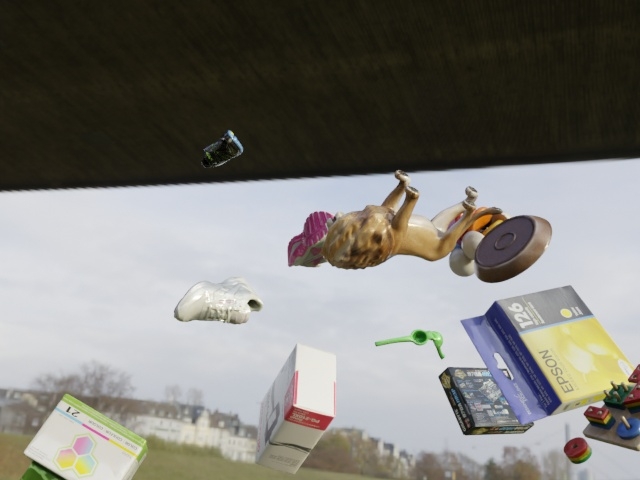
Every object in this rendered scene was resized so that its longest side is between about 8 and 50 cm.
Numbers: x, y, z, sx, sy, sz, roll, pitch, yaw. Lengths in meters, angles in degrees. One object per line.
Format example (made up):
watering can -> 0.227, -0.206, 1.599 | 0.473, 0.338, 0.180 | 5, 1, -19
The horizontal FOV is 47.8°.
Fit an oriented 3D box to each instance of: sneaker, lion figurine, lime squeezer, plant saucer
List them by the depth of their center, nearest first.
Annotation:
plant saucer -> 0.354, 0.008, 1.358 | 0.168, 0.168, 0.029 | -19, -58, 48
lion figurine -> 0.204, -0.017, 1.594 | 0.392, 0.142, 0.240 | 12, -62, -27
sneaker -> -0.264, -0.233, 1.911 | 0.067, 0.078, 0.188 | 56, -30, -5
sneaker -> 0.000, 0.000, 2.036 | 0.111, 0.103, 0.252 | 11, -30, -24
sneaker -> -0.298, 0.192, 2.167 | 0.305, 0.152, 0.114 | -15, -42, -47
lime squeezer -> 0.314, 0.316, 2.270 | 0.310, 0.059, 0.110 | 16, -31, -37

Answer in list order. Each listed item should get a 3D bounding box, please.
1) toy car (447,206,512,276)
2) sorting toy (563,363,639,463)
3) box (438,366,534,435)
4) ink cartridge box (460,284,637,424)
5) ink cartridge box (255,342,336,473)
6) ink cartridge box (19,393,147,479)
toy car -> 0.370, -0.012, 1.756 | 0.136, 0.159, 0.182 | 45, -35, 14
sorting toy -> 0.568, 0.307, 1.335 | 0.046, 0.274, 0.132 | 53, -20, -13
box -> 0.433, 0.417, 1.884 | 0.220, 0.175, 0.051 | 7, -45, -32
ink cartridge box -> 0.535, 0.254, 1.693 | 0.307, 0.304, 0.072 | -9, -42, -20
ink cartridge box -> -0.056, 0.373, 1.591 | 0.100, 0.172, 0.237 | 18, -52, -13
ink cartridge box -> -0.474, 0.454, 1.358 | 0.189, 0.255, 0.097 | 29, -30, 4
